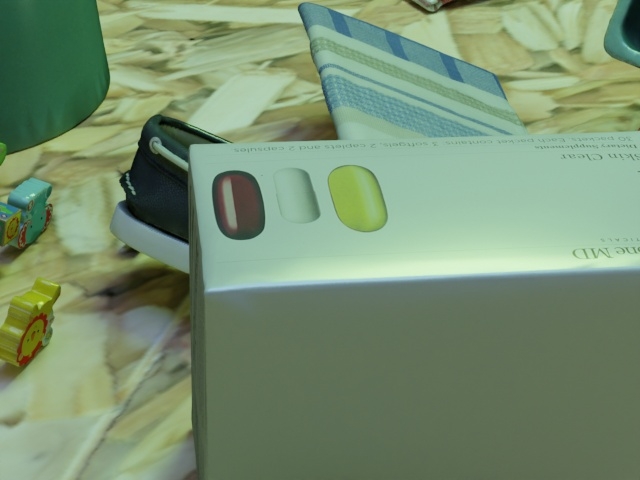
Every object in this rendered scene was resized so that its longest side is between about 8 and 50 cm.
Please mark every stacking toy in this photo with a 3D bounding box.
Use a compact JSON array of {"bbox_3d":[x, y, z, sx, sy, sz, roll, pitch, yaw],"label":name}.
[{"bbox_3d":[-0.229,-0.003,0.980,0.167,0.052,0.221,21,30,12],"label":"stacking toy"}]

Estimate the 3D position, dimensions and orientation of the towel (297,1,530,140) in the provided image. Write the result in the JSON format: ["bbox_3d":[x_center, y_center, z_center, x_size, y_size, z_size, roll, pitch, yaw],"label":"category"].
[{"bbox_3d":[0.089,-0.090,1.077,0.209,0.034,0.285,19,28,-21],"label":"towel"}]

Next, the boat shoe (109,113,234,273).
[{"bbox_3d":[0.000,0.000,0.914,0.302,0.091,0.114,19,15,11],"label":"boat shoe"}]

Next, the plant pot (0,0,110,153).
[{"bbox_3d":[-0.336,-0.237,1.167,0.293,0.235,0.293,1,33,-1],"label":"plant pot"}]

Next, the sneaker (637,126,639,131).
[{"bbox_3d":[0.355,0.006,0.900,0.350,0.148,0.131,16,35,16],"label":"sneaker"}]

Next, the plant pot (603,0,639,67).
[{"bbox_3d":[0.430,-0.211,1.143,0.248,0.247,0.252,25,7,31],"label":"plant pot"}]

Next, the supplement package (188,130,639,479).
[{"bbox_3d":[0.061,0.062,0.754,0.262,0.204,0.145,-3,34,-8],"label":"supplement package"}]

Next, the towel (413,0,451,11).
[{"bbox_3d":[0.157,-0.310,1.465,0.197,0.029,0.144,-28,40,-15],"label":"towel"}]
